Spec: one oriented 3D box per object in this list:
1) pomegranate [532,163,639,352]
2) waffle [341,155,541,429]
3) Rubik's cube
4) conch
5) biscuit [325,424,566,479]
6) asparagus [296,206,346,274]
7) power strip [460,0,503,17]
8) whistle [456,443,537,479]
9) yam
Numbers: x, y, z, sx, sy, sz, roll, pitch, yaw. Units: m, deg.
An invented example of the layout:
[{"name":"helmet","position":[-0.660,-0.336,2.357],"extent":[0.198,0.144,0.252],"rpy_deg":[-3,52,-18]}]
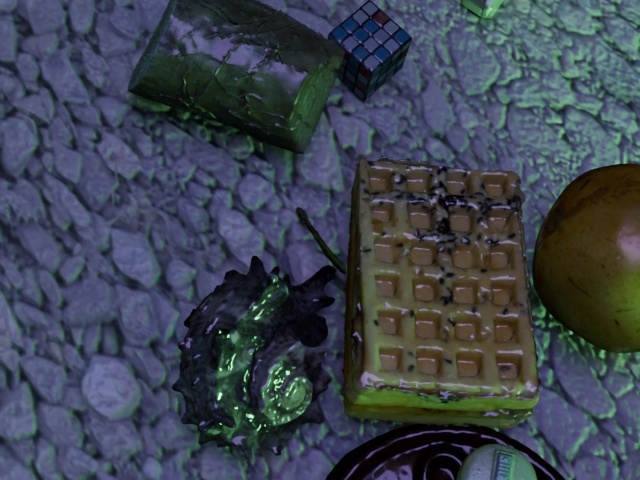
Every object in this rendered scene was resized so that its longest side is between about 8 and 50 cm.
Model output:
[{"name":"pomegranate","position":[0.428,0.029,1.711],"extent":[0.264,0.264,0.264],"rpy_deg":[2,69,-5]},{"name":"waffle","position":[0.165,0.066,1.708],"extent":[0.261,0.114,0.376],"rpy_deg":[4,57,-2]},{"name":"Rubik's cube","position":[0.070,-0.287,1.877],"extent":[0.092,0.092,0.092],"rpy_deg":[44,71,11]},{"name":"conch","position":[-0.074,0.155,1.658],"extent":[0.241,0.186,0.313],"rpy_deg":[41,45,-23]},{"name":"biscuit","position":[0.170,0.432,1.618],"extent":[0.407,0.091,0.407],"rpy_deg":[2,68,-5]},{"name":"asparagus","position":[0.000,0.000,1.765],"extent":[0.016,0.013,0.166],"rpy_deg":[-42,44,5]},{"name":"power strip","position":[0.330,-0.490,1.979],"extent":[0.058,0.098,0.338],"rpy_deg":[34,69,10]},{"name":"whistle","position":[0.218,0.355,1.580],"extent":[0.104,0.057,0.198],"rpy_deg":[15,64,-1]},{"name":"yam","position":[-0.119,-0.246,1.789],"extent":[0.271,0.201,0.202],"rpy_deg":[22,107,-12]}]
